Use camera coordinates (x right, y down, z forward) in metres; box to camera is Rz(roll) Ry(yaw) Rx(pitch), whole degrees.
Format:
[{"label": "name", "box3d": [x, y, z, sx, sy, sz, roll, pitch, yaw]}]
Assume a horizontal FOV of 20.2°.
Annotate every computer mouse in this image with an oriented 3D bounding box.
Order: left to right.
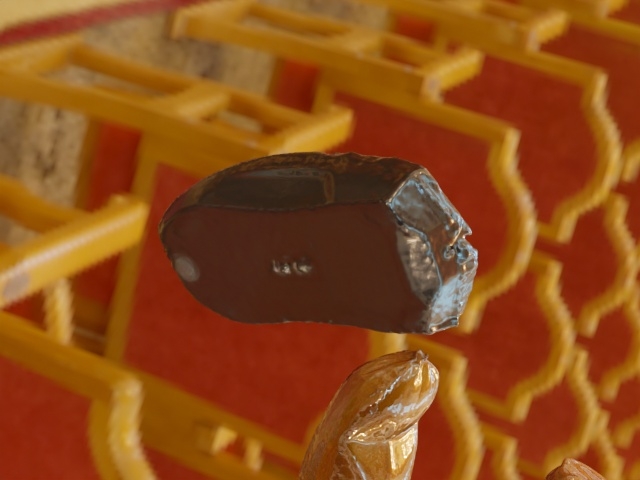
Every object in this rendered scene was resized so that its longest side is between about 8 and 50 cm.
[{"label": "computer mouse", "box3d": [0.000, 0.000, 1.167, 0.073, 0.217, 0.122, -55, 137, -43]}]

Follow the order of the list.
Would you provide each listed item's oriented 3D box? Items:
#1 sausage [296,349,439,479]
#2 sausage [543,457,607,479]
[{"label": "sausage", "box3d": [0.017, 0.128, 0.949, 0.062, 0.054, 0.183, -12, 128, -38]}, {"label": "sausage", "box3d": [0.091, 0.180, 0.768, 0.179, 0.089, 0.089, -68, 163, 12]}]
